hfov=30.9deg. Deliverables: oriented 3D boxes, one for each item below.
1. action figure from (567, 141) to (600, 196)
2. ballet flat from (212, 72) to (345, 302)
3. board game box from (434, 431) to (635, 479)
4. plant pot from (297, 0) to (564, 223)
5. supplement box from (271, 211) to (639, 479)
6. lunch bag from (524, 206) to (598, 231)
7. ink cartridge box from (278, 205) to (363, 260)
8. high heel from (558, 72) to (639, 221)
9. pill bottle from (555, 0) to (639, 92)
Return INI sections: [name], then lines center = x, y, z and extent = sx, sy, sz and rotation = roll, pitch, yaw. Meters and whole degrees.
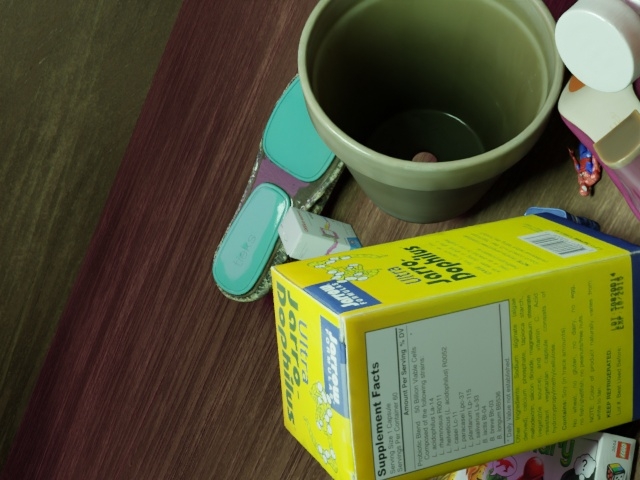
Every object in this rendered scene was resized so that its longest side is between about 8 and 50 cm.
[action figure]
center = 0.329, -0.109, 1.433
extent = 0.038, 0.030, 0.115
rotation = -21, 59, 53
[ballet flat]
center = -0.037, -0.109, 2.013
extent = 0.164, 0.182, 0.483
rotation = 35, 112, 21
[board game box]
center = 0.234, 0.308, 1.357
extent = 0.305, 0.053, 0.193
rotation = -6, 70, 63
[plant pot]
center = 0.143, -0.167, 1.523
extent = 0.280, 0.323, 0.323
rotation = 81, -169, -64
[supplement box]
center = 0.150, 0.108, 1.238
extent = 0.195, 0.356, 0.194
rotation = -150, 52, -63
[lunch bag]
center = 0.287, -0.002, 1.412
extent = 0.098, 0.065, 0.067
rotation = 6, 82, 65
[ink cartridge box]
center = 0.000, 0.000, 1.920
extent = 0.052, 0.122, 0.088
rotation = -63, 28, 23
[high heel]
center = 0.372, -0.106, 1.305
extent = 0.127, 0.181, 0.377
rotation = -39, 18, 27
[pill bottle]
center = 0.358, -0.257, 1.228
extent = 0.221, 0.121, 0.121
rotation = -40, 15, -23
